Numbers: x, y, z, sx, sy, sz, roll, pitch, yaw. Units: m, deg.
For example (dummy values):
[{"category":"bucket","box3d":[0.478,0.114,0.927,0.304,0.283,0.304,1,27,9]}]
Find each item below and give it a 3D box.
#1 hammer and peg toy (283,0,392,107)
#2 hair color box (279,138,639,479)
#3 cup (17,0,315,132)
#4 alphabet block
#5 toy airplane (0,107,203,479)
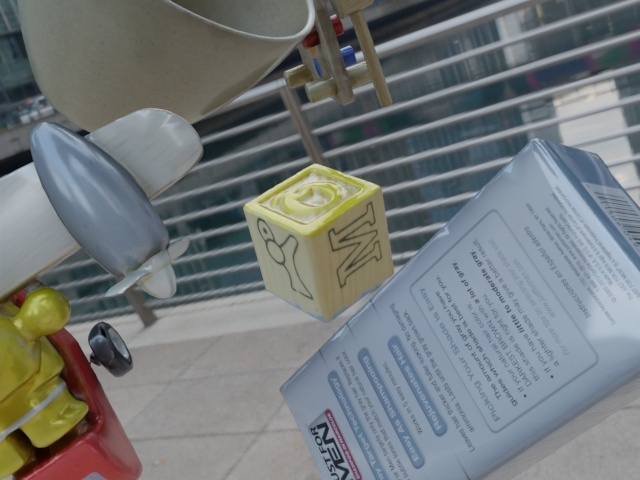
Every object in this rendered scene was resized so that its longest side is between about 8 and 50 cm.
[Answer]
[{"category":"hammer and peg toy","box3d":[-0.003,-0.362,1.274,0.127,0.266,0.361,-23,25,-7]},{"category":"hair color box","box3d":[0.135,0.110,0.643,0.113,0.185,0.374,3,-41,-44]},{"category":"cup","box3d":[-0.207,-0.254,0.831,0.237,0.331,0.331,-48,-2,33]},{"category":"alphabet block","box3d":[0.000,0.000,1.349,0.193,0.197,0.192,-35,40,-31]},{"category":"toy airplane","box3d":[-0.304,0.057,0.567,0.384,0.386,0.272,10,15,-20]}]
